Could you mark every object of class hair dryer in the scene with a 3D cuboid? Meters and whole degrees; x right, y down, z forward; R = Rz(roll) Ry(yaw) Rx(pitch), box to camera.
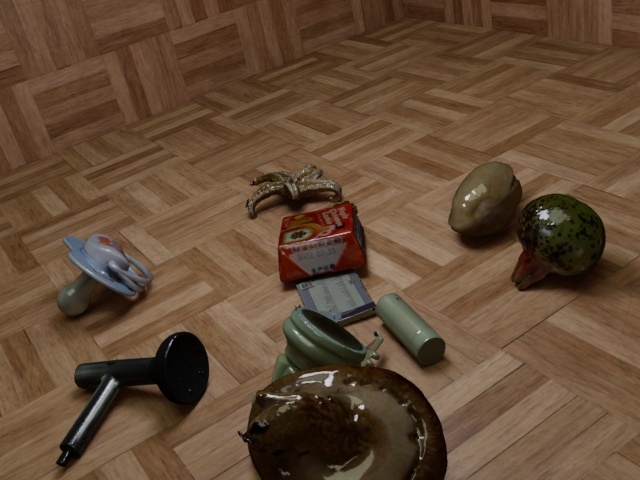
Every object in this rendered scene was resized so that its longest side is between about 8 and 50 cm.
[{"bbox_3d":[-0.420,0.363,1.592,0.320,0.156,0.284,-16,48,20],"label":"hair dryer"}]

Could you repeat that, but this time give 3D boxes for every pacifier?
[{"bbox_3d":[-0.623,0.112,2.007,0.233,0.244,0.299,-49,30,0],"label":"pacifier"}]

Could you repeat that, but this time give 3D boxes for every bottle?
[{"bbox_3d":[0.196,0.193,1.620,0.072,0.072,0.201,-22,31,-15],"label":"bottle"}]

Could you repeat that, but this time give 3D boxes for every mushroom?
[{"bbox_3d":[0.039,0.347,1.189,0.345,0.260,0.346,0,57,0],"label":"mushroom"}]

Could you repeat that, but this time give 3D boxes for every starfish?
[{"bbox_3d":[-0.097,-0.160,2.312,0.303,0.113,0.312,-16,21,-10],"label":"starfish"}]

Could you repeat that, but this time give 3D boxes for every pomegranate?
[{"bbox_3d":[0.537,0.014,1.708,0.248,0.214,0.214,-51,30,10],"label":"pomegranate"}]

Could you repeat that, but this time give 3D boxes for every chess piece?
[{"bbox_3d":[-0.053,0.290,1.408,0.298,0.175,0.175,-59,35,5],"label":"chess piece"}]

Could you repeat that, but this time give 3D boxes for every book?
[{"bbox_3d":[0.036,0.141,1.824,0.157,0.026,0.231,-19,30,-5],"label":"book"}]

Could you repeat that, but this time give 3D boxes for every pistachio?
[{"bbox_3d":[0.440,-0.110,1.958,0.181,0.162,0.293,-28,15,44],"label":"pistachio"}]

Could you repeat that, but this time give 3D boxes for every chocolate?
[{"bbox_3d":[0.000,0.000,1.972,0.234,0.108,0.237,-11,22,7],"label":"chocolate"}]

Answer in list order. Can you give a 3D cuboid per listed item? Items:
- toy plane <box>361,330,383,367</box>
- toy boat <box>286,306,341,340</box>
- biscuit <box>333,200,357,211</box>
[{"bbox_3d":[0.044,0.265,1.526,0.241,0.104,0.256,-21,30,-18],"label":"toy plane"},{"bbox_3d":[-0.022,0.185,1.714,0.149,0.034,0.105,-35,32,13],"label":"toy boat"},{"bbox_3d":[0.077,-0.097,2.219,0.092,0.016,0.082,15,35,38],"label":"biscuit"}]
